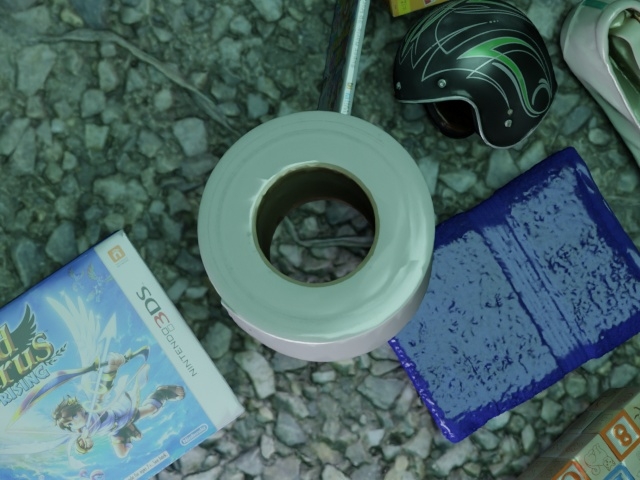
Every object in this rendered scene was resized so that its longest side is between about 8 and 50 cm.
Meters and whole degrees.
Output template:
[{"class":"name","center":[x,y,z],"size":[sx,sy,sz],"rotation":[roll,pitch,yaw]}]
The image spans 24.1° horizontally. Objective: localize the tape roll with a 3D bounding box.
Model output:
[{"class":"tape roll","center":[0.000,0.000,1.598],"size":[0.246,0.169,0.246],"rotation":[-1,79,3]}]

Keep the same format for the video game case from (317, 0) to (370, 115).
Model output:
[{"class":"video game case","center":[0.025,-0.204,1.659],"size":[0.015,0.119,0.166],"rotation":[10,88,-13]}]

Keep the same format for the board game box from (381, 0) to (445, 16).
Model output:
[{"class":"board game box","center":[0.178,-0.327,1.691],"size":[0.259,0.124,0.039],"rotation":[-20,130,-8]}]

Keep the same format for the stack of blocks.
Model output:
[{"class":"stack of blocks","center":[0.300,0.323,1.691],"size":[0.297,0.087,0.171],"rotation":[-39,96,-20]}]

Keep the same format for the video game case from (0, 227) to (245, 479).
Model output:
[{"class":"video game case","center":[-0.260,0.160,1.636],"size":[0.269,0.061,0.244],"rotation":[-35,94,-9]}]

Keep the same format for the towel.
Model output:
[{"class":"towel","center":[0.217,0.063,1.719],"size":[0.308,0.076,0.227],"rotation":[-31,88,-7]}]

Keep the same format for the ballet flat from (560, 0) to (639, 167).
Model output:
[{"class":"ballet flat","center":[0.428,-0.120,1.727],"size":[0.139,0.139,0.400],"rotation":[-42,97,-8]}]

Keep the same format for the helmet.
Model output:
[{"class":"helmet","center":[0.167,-0.190,1.665],"size":[0.169,0.169,0.161],"rotation":[-47,113,-7]}]
